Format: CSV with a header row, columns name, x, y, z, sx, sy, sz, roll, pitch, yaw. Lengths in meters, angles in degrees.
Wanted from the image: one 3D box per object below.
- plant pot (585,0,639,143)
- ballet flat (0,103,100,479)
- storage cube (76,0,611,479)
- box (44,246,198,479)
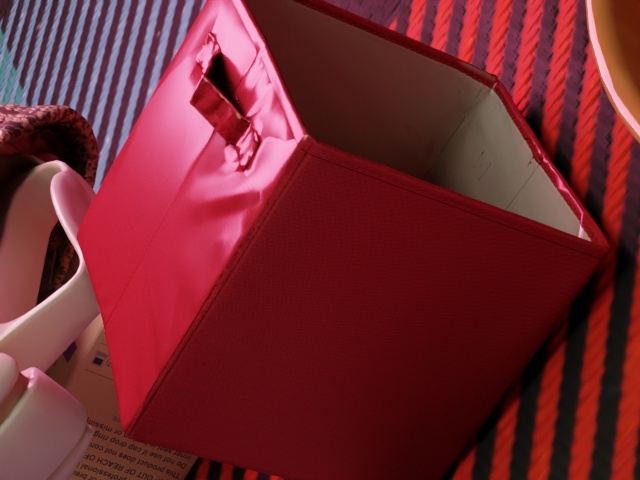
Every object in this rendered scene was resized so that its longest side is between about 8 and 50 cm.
name,x,y,z,sx,sy,sz,roll,pitch,yaw
plant pot,0.266,-0.111,0.591,0.291,0.203,0.291,-36,42,41
ballet flat,-0.205,0.068,0.984,0.182,0.164,0.483,-20,36,17
storage cube,0.000,0.000,0.918,0.193,0.215,0.183,-58,32,24
box,-0.183,0.117,1.202,0.243,0.117,0.213,-58,32,11
